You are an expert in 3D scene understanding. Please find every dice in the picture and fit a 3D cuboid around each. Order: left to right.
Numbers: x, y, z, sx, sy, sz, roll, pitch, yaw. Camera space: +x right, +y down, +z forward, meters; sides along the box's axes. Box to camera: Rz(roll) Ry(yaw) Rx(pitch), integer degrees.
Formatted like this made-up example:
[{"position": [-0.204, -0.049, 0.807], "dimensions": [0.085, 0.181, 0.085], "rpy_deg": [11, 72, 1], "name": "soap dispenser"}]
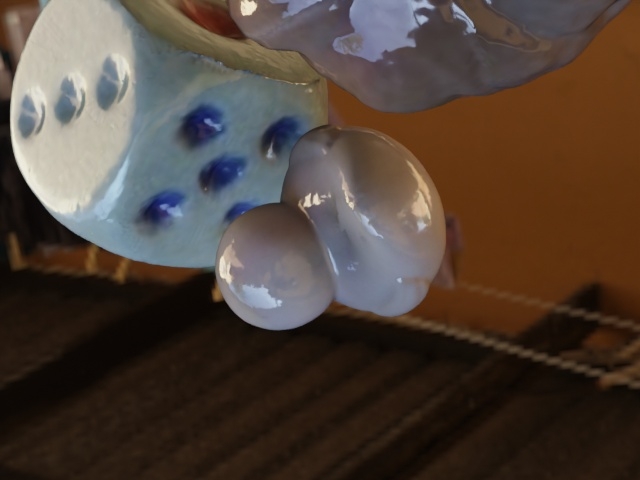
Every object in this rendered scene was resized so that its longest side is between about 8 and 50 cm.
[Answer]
[{"position": [-0.173, -0.144, 1.843], "dimensions": [0.265, 0.262, 0.268], "rpy_deg": [5, -147, -43], "name": "dice"}]

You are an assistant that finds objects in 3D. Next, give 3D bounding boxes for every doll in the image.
[{"position": [0.000, 0.000, 1.667], "dimensions": [0.221, 0.221, 0.251], "rpy_deg": [-22, 176, -31], "name": "doll"}]

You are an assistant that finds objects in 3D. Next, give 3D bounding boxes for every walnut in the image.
[{"position": [0.048, -0.189, 0.761], "dimensions": [0.248, 0.248, 0.248], "rpy_deg": [-8, -160, 3], "name": "walnut"}]
